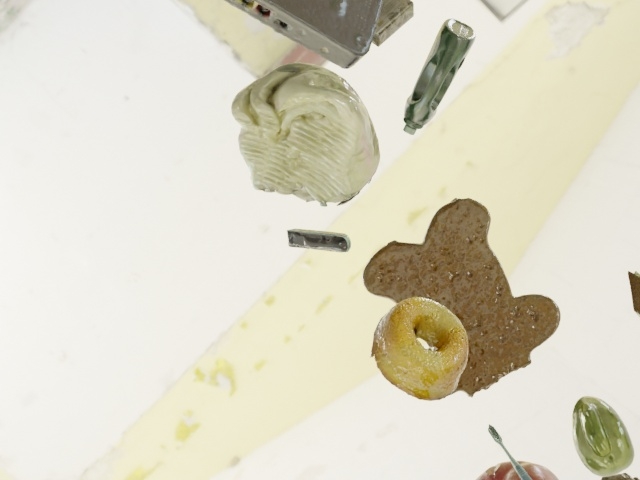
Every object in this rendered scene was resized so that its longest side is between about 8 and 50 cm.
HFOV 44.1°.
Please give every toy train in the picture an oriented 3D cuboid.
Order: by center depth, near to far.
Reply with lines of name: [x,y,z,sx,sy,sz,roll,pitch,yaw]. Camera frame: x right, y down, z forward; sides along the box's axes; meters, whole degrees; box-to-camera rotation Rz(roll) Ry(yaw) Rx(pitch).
toy train: [0.000,0.000,1.866,0.047,0.043,0.208,-15,-166,-41]

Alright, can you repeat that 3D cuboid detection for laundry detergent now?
laundry detergent: [0.197,-0.275,1.381,0.137,0.063,0.210,-71,-174,-61]

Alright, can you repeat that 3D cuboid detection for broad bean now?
broad bean: [0.430,0.303,1.218,0.082,0.124,0.174,-23,172,10]

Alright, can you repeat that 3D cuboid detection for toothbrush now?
toothbrush: [0.343,0.396,1.320,0.016,0.019,0.219,-29,-131,-4]

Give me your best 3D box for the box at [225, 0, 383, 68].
box: [-0.066,-0.412,1.152,0.058,0.350,0.211,-34,-144,54]

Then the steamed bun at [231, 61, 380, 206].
steamed bun: [-0.014,-0.224,1.555,0.268,0.280,0.207,-1,-142,17]

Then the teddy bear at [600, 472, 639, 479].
teddy bear: [0.689,0.660,1.794,0.129,0.182,0.251,130,-28,-52]

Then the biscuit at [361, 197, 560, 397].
biscuit: [0.296,0.144,1.762,0.368,0.394,0.076,-34,168,4]

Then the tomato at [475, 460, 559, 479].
tomato: [0.488,0.694,1.925,0.298,0.226,0.298,-43,-164,16]

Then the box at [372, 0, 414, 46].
box: [0.114,-0.396,1.398,0.098,0.062,0.045,-45,159,-11]

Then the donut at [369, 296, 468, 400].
donut: [0.181,0.177,1.365,0.190,0.174,0.074,-49,169,-46]

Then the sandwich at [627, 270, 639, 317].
sandwich: [0.798,0.172,1.829,0.088,0.244,0.090,-53,147,10]
